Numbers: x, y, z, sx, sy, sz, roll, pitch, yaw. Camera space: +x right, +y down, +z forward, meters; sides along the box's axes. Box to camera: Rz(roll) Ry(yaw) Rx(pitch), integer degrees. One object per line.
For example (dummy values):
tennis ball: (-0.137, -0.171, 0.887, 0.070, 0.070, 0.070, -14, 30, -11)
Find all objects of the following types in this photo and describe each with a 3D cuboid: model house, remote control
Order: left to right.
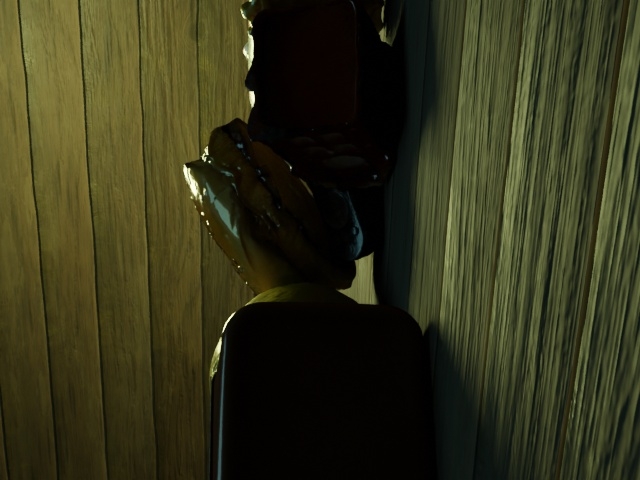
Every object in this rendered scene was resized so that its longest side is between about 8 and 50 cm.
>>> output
remote control: (0.023, -0.099, 1.513, 0.090, 0.066, 0.265, -25, 83, 41)
model house: (0.026, -0.186, 1.379, 0.254, 0.160, 0.196, 33, -128, -60)

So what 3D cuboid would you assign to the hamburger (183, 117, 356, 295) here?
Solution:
hamburger: (-0.086, -0.033, 1.595, 0.304, 0.174, 0.284, 51, 178, 39)

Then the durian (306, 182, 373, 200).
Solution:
durian: (0.038, -0.104, 1.646, 0.139, 0.101, 0.250, 51, 168, 8)

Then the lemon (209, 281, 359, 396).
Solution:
lemon: (-0.033, 0.189, 1.402, 0.320, 0.245, 0.245, -40, -46, -66)

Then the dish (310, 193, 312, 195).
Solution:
dish: (0.000, 0.000, 2.401, 0.224, 0.078, 0.246, -94, 6, -55)

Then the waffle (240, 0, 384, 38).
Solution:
waffle: (-0.008, -0.330, 1.442, 0.057, 0.229, 0.219, 53, 156, 35)

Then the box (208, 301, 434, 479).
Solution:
box: (-0.005, 0.253, 1.109, 0.229, 0.239, 0.339, 103, 168, -65)

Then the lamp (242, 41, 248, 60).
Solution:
lamp: (-0.025, -0.488, 2.137, 0.247, 0.247, 0.301, 50, 153, 10)

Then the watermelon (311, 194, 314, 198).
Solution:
watermelon: (0.013, -0.051, 1.820, 0.133, 0.105, 0.105, 44, 148, 32)

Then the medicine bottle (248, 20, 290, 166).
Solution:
medicine bottle: (-0.036, -0.324, 1.931, 0.371, 0.211, 0.211, 96, 174, -51)
